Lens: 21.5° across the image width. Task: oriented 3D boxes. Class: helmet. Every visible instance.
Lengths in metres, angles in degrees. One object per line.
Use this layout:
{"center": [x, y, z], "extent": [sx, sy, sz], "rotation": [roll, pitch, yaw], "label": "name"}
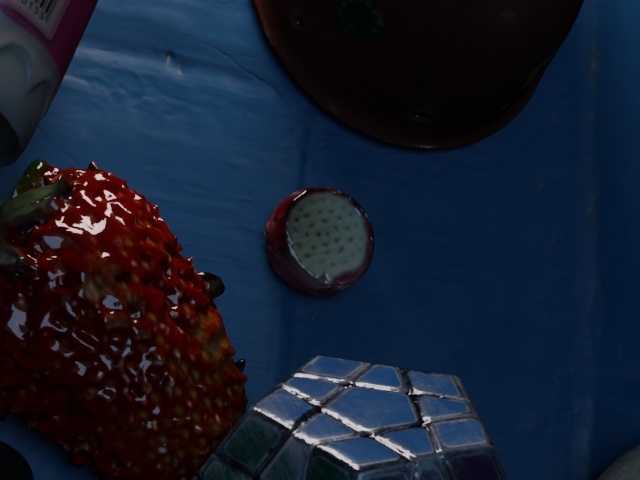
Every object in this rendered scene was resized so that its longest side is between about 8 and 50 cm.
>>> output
{"center": [0.135, -0.294, 1.607], "extent": [0.337, 0.230, 0.385], "rotation": [41, 64, -6], "label": "helmet"}

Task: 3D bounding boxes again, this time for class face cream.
{"center": [-0.289, -0.185, 1.413], "extent": [0.175, 0.175, 0.195], "rotation": [28, 64, -13], "label": "face cream"}

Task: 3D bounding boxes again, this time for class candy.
{"center": [0.000, 0.000, 1.556], "extent": [0.103, 0.043, 0.103], "rotation": [7, 71, -22], "label": "candy"}

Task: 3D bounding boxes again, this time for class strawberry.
{"center": [-0.160, 0.073, 1.414], "extent": [0.306, 0.137, 0.233], "rotation": [35, 62, -8], "label": "strawberry"}

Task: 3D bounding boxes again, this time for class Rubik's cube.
{"center": [0.030, 0.250, 1.352], "extent": [0.319, 0.319, 0.264], "rotation": [-6, 114, -25], "label": "Rubik's cube"}

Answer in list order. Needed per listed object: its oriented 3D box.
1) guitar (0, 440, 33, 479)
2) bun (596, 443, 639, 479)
{"center": [-0.329, 0.143, 1.349], "extent": [0.233, 0.025, 0.088], "rotation": [42, 24, -9], "label": "guitar"}
{"center": [0.397, 0.330, 1.531], "extent": [0.361, 0.211, 0.362], "rotation": [6, 72, -20], "label": "bun"}
